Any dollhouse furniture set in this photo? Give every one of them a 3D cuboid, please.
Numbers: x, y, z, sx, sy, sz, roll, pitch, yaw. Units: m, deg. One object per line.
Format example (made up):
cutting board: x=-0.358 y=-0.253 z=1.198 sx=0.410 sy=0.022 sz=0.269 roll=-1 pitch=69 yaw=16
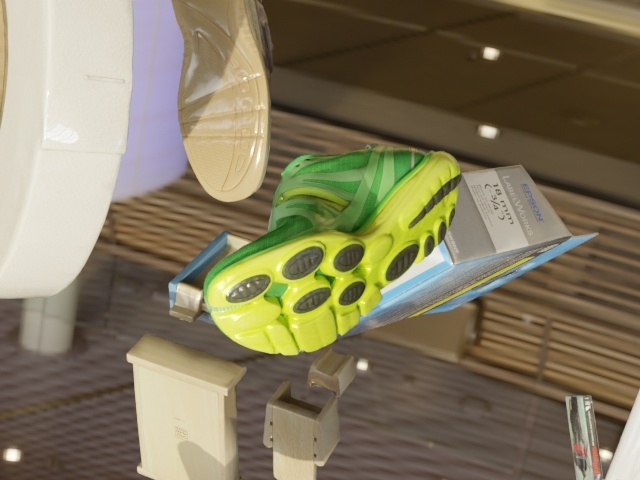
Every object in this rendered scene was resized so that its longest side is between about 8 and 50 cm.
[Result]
dollhouse furniture set: x=-0.060 y=0.165 z=1.633 sx=0.286 sy=0.198 sz=0.303 roll=17 pitch=-141 yaw=20

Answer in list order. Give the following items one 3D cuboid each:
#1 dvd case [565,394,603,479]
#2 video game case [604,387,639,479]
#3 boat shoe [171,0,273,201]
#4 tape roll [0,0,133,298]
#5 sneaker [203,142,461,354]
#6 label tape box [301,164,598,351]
dvd case: x=0.305 y=0.238 z=1.483 sx=0.013 sy=0.119 sz=0.087 roll=-7 pitch=174 yaw=-3
video game case: x=0.177 y=0.167 z=0.634 sx=0.025 sy=0.285 sz=0.204 roll=29 pitch=-162 yaw=39
boat shoe: x=-0.090 y=-0.183 z=1.296 sx=0.103 sy=0.285 sz=0.092 roll=-10 pitch=180 yaw=23
tape roll: x=-0.266 y=-0.141 z=1.099 sx=0.072 sy=0.392 sz=0.392 roll=2 pitch=-159 yaw=-31
sneaker: x=0.000 y=0.000 z=1.063 sx=0.123 sy=0.109 sz=0.295 roll=21 pitch=-146 yaw=31
label tape box: x=0.129 y=0.013 z=1.466 sx=0.334 sy=0.241 sz=0.106 roll=-10 pitch=-107 yaw=-53
